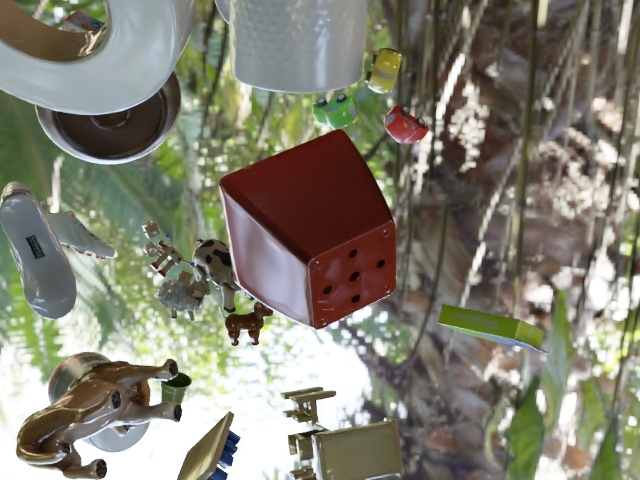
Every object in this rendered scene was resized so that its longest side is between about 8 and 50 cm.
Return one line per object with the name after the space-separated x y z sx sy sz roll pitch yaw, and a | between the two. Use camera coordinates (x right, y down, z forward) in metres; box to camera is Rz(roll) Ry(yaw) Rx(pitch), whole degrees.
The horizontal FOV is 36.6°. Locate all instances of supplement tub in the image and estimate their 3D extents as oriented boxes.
-0.549 0.399 2.399 0.191 0.191 0.272 -11 -163 -31 | supplement tub

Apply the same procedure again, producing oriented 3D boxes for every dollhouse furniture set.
0.038 0.404 1.909 0.161 0.212 0.242 -7 -179 -20 | dollhouse furniture set

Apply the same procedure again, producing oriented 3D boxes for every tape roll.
-0.349 -0.327 1.223 0.392 0.392 0.072 7 -130 14 | tape roll

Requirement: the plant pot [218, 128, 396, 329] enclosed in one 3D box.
0.000 0.000 1.761 0.267 0.267 0.236 -25 -135 -21 | plant pot

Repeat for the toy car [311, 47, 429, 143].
0.088 -0.268 1.982 0.225 0.239 0.053 -10 -138 19 | toy car

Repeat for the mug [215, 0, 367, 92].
-0.080 -0.505 1.938 0.374 0.328 0.276 23 -147 36 | mug

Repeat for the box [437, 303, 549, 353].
0.311 0.156 1.719 0.178 0.042 0.109 10 171 38 | box

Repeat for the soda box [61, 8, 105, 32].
-0.476 -0.349 1.867 0.063 0.183 0.058 28 -142 -2 | soda box

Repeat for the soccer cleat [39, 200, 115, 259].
-0.510 -0.019 1.997 0.196 0.076 0.068 22 176 6 | soccer cleat

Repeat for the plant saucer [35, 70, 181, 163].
-0.451 -0.286 2.072 0.310 0.311 0.050 -3 -142 -14 | plant saucer

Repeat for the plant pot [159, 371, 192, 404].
-0.366 0.378 2.399 0.083 0.079 0.083 12 -160 -4 | plant pot

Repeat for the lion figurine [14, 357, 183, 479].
-0.372 0.278 1.525 0.240 0.142 0.392 -9 180 23 | lion figurine

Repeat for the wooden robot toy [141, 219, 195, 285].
-0.350 0.027 2.136 0.076 0.173 0.079 -43 -148 -10 | wooden robot toy

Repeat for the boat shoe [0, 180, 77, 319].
-0.511 0.018 1.737 0.096 0.268 0.088 -21 -147 -7 | boat shoe

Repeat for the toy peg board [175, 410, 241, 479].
-0.207 0.443 1.872 0.079 0.160 0.161 37 -150 -13 | toy peg board

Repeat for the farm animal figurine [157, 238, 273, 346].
-0.170 0.071 2.254 0.326 0.172 0.330 16 -140 24 | farm animal figurine
